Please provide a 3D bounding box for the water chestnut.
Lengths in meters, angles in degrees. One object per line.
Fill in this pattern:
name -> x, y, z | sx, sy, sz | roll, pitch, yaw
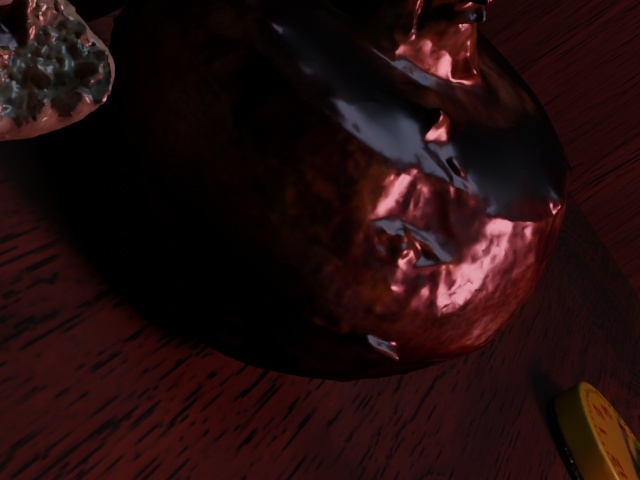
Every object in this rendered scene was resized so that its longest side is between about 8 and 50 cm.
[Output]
water chestnut -> 0.022, -0.075, 1.198 | 0.350, 0.302, 0.350 | 31, 28, -18

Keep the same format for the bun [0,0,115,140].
bun -> -0.204, -0.127, 0.943 | 0.212, 0.126, 0.204 | 54, -13, -32

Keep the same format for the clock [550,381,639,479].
clock -> 0.362, 0.280, 2.041 | 0.277, 0.071, 0.293 | 63, 16, 22

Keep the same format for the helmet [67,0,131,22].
helmet -> -0.173, -0.227, 1.119 | 0.216, 0.189, 0.193 | -133, -146, -58
